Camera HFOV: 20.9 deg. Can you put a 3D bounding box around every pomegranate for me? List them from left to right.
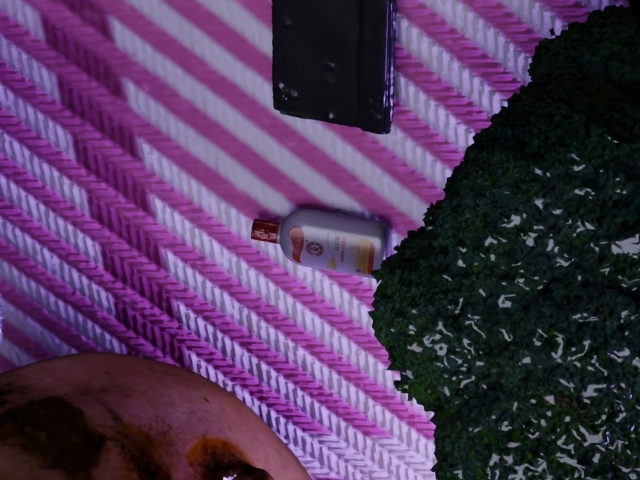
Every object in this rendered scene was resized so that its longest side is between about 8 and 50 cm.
[{"bbox_3d":[-0.129,0.221,1.068,0.322,0.322,0.322,8,129,10],"label":"pomegranate"}]

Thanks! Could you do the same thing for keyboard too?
[{"bbox_3d":[0.008,-0.161,0.909,0.072,0.023,0.231,12,129,15],"label":"keyboard"}]

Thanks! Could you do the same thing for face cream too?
[{"bbox_3d":[0.000,0.000,1.036,0.083,0.021,0.040,9,128,9],"label":"face cream"}]

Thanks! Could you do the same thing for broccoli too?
[{"bbox_3d":[0.153,0.025,0.895,0.297,0.297,0.297,48,162,-22],"label":"broccoli"}]

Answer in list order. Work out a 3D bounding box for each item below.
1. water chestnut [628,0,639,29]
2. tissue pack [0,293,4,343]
[{"bbox_3d":[0.267,-0.132,0.716,0.244,0.289,0.289,-6,131,-16],"label":"water chestnut"},{"bbox_3d":[-0.308,-0.007,0.935,0.343,0.125,0.242,55,136,29],"label":"tissue pack"}]
